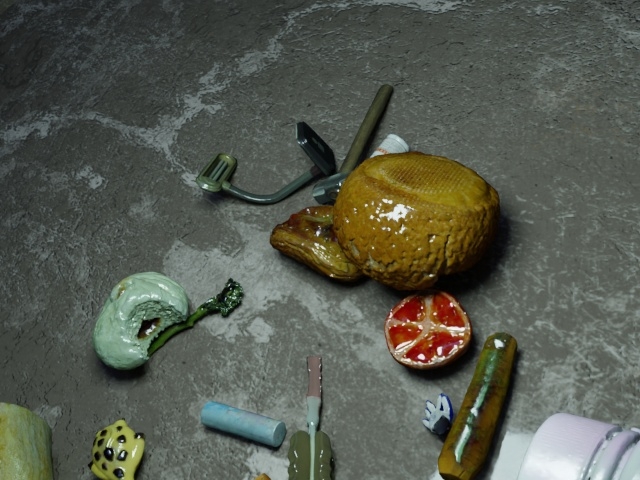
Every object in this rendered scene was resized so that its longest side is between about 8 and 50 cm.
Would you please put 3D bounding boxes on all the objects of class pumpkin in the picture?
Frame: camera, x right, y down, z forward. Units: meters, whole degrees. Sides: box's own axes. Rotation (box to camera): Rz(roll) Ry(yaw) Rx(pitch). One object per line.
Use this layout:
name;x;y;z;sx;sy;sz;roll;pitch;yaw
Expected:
pumpkin;-0.620;0.445;1.410;0.332;0.332;0.199;-29;51;2

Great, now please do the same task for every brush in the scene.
brush;-0.014;0.324;1.407;0.084;0.071;0.301;-3;45;3

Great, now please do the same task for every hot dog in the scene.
hot dog;0.002;0.001;1.593;0.227;0.099;0.160;18;35;35

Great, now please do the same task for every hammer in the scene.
hammer;0.089;-0.217;1.716;0.111;0.043;0.365;-17;35;39

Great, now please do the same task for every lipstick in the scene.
lipstick;-0.139;0.328;1.460;0.158;0.048;0.048;9;60;29

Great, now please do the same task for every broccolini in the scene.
broccolini;-0.258;0.169;1.648;0.254;0.071;0.057;-38;87;4

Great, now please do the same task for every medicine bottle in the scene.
medicine bottle;0.437;0.362;1.041;0.325;0.256;0.256;12;61;40
medicine bottle;0.138;-0.172;1.692;0.057;0.057;0.089;29;72;37

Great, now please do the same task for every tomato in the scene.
tomato;0.188;0.166;1.416;0.155;0.069;0.155;-10;52;13

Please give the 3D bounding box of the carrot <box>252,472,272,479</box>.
carrot;-0.154;0.464;1.348;0.193;0.087;0.087;-26;50;0

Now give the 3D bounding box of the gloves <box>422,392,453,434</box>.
gloves;0.193;0.283;1.337;0.064;0.026;0.086;-59;13;2

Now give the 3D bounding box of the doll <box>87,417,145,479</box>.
doll;-0.340;0.443;1.440;0.117;0.086;0.291;-34;51;6

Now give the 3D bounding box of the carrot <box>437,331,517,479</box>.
carrot;0.257;0.268;1.316;0.070;0.070;0.260;10;60;29

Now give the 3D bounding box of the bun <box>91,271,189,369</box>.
bun;-0.367;0.148;1.615;0.204;0.126;0.212;-16;37;34

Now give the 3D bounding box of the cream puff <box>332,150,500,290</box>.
cream puff;0.163;-0.028;1.459;0.303;0.212;0.303;8;30;-5

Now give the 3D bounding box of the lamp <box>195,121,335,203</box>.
lamp;-0.112;-0.171;1.790;0.283;0.124;0.203;-21;30;13
